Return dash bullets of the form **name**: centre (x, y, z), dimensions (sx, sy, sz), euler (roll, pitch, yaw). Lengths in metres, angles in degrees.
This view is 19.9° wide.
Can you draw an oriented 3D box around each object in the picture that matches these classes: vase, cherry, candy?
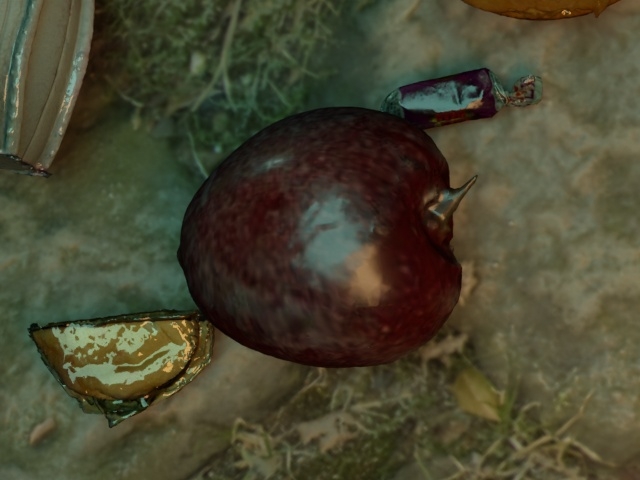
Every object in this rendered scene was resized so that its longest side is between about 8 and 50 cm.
- **vase**: centre (-0.318, -0.291, 1.682), dimensions (0.250, 0.250, 0.445), euler (8, 83, 12)
- **cherry**: centre (0.000, 0.000, 1.603), dimensions (0.300, 0.203, 0.230), euler (-9, 85, 25)
- **candy**: centre (0.117, -0.128, 1.666), dimensions (0.175, 0.045, 0.043), euler (-10, 68, 10)

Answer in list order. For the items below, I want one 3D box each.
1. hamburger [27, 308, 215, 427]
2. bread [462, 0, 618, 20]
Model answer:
- **hamburger**: centre (-0.180, 0.116, 1.691), dimensions (0.176, 0.087, 0.102), euler (-6, 96, 3)
- **bread**: centre (0.198, -0.344, 1.609), dimensions (0.312, 0.172, 0.312), euler (0, 88, 8)
